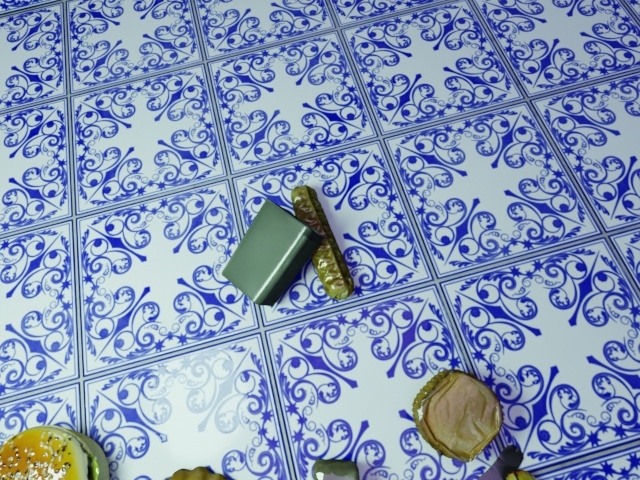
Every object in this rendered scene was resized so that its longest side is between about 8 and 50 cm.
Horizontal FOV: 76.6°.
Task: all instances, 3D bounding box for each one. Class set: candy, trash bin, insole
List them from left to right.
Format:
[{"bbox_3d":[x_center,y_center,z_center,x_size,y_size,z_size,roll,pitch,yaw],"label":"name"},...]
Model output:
[{"bbox_3d":[-0.128,0.038,1.088,0.164,0.122,0.240,34,93,23],"label":"trash bin"},{"bbox_3d":[0.035,0.617,0.901,0.104,0.102,0.233,0,68,3],"label":"candy"},{"bbox_3d":[0.410,0.562,0.949,0.064,0.004,0.188,40,76,16],"label":"insole"}]

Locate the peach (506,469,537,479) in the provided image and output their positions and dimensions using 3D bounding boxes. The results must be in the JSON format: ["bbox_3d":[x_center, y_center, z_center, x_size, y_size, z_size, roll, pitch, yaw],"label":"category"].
[{"bbox_3d":[0.460,0.568,0.918,0.083,0.050,0.077,38,50,5],"label":"peach"}]

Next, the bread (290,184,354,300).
[{"bbox_3d":[0.001,-0.001,1.153,0.077,0.084,0.367,-35,66,35],"label":"bread"}]

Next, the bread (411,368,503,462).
[{"bbox_3d":[0.318,0.408,0.964,0.200,0.104,0.198,-1,74,3],"label":"bread"}]

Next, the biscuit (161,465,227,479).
[{"bbox_3d":[-0.298,0.688,0.899,0.327,0.107,0.325,-2,67,6],"label":"biscuit"}]

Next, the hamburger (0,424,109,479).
[{"bbox_3d":[-0.638,0.577,0.921,0.301,0.176,0.299,-2,69,5],"label":"hamburger"}]
